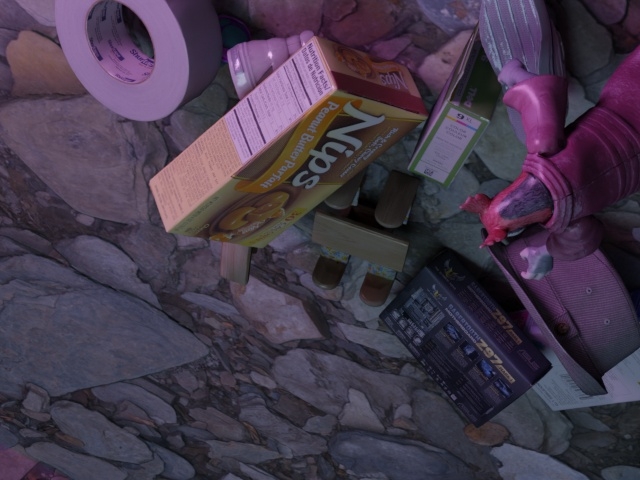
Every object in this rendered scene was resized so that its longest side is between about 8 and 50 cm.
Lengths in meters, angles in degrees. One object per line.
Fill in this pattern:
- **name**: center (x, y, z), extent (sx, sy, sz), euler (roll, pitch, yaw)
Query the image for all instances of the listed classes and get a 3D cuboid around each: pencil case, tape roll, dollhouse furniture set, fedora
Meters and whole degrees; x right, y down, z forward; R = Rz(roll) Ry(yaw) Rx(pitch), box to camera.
- **pencil case**: center (-0.159, -0.241, 1.907), extent (0.064, 0.070, 0.152), euler (40, 144, -23)
- **tape roll**: center (-0.231, -0.263, 1.849), extent (0.219, 0.072, 0.219), euler (21, 130, 27)
- **dollhouse furniture set**: center (0.000, 0.000, 2.062), extent (0.242, 0.161, 0.212), euler (19, 146, 7)
- **fedora**: center (0.339, 0.068, 1.945), extent (0.124, 0.244, 0.275), euler (-33, 85, 11)

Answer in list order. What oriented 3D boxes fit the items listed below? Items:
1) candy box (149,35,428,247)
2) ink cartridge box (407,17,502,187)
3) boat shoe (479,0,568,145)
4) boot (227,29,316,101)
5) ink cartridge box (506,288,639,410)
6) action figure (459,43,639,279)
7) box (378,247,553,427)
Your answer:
- **candy box**: center (-0.042, -0.114, 1.836), extent (0.316, 0.087, 0.183), euler (-38, 151, 30)
- **ink cartridge box**: center (0.177, -0.167, 1.771), extent (0.062, 0.109, 0.209), euler (24, 146, -1)
- **boat shoe**: center (0.240, -0.219, 1.696), extent (0.083, 0.076, 0.226), euler (9, 128, 30)
- **boot**: center (-0.033, -0.185, 1.890), extent (0.123, 0.095, 0.258), euler (-14, 161, 4)
- **ink cartridge box**: center (0.418, 0.159, 2.121), extent (0.311, 0.065, 0.186), euler (-12, 132, 45)
- **action figure**: center (0.317, -0.082, 1.567), extent (0.276, 0.370, 0.248), euler (15, 133, 58)
- **box**: center (0.210, 0.147, 2.156), extent (0.232, 0.059, 0.183), euler (48, 147, 8)
